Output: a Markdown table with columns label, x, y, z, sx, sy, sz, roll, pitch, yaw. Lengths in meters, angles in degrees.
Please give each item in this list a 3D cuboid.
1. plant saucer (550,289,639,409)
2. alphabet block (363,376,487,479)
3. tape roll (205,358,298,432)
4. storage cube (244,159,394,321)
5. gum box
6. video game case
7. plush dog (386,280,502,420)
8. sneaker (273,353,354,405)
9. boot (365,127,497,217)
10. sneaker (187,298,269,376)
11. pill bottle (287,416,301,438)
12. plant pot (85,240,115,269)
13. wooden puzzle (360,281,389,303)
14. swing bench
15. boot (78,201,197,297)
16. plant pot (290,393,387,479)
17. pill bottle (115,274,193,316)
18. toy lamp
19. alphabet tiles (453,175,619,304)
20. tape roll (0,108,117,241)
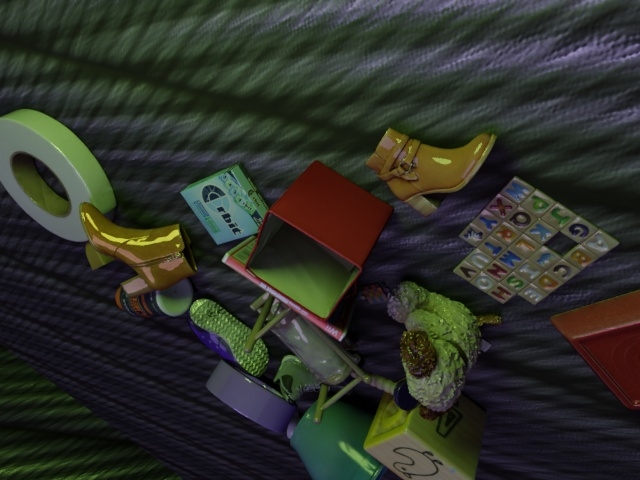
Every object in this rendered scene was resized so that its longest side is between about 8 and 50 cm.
| label | x | y | z | sx | sy | sz | roll | pitch | yaw |
| --- | --- | --- | --- | --- | --- | --- | --- | --- | --- |
| plant saucer | 0.594 | 0.200 | 0.789 | 0.258 | 0.048 | 0.259 | 46 | 134 | -11 |
| alphabet block | 0.256 | 0.463 | 1.100 | 0.197 | 0.193 | 0.192 | 37 | 134 | -2 |
| tape roll | -0.205 | 0.465 | 1.357 | 0.275 | 0.090 | 0.275 | 29 | 166 | 8 |
| storage cube | 0.000 | 0.000 | 0.868 | 0.215 | 0.193 | 0.184 | 32 | 135 | 3 |
| gum box | -0.212 | -0.078 | 1.035 | 0.184 | 0.041 | 0.157 | -14 | 117 | 36 |
| video game case | -0.055 | 0.089 | 0.976 | 0.285 | 0.204 | 0.025 | 34 | 107 | 2 |
| plush dog | 0.239 | 0.230 | 0.893 | 0.210 | 0.225 | 0.262 | -6 | 122 | 34 |
| sneaker | -0.029 | 0.421 | 1.273 | 0.228 | 0.132 | 0.086 | 15 | 132 | 20 |
| boot | 0.173 | -0.139 | 0.742 | 0.152 | 0.073 | 0.197 | 41 | 133 | 0 |
| sneaker | -0.285 | 0.299 | 1.358 | 0.293 | 0.102 | 0.146 | 46 | 141 | -5 |
| pill bottle | -0.020 | 0.634 | 1.470 | 0.169 | 0.094 | 0.094 | 6 | 128 | 26 |
| plant pot | -0.657 | 0.029 | 1.360 | 0.081 | 0.081 | 0.083 | -19 | 103 | 39 |
| wooden puzzle | 0.123 | 0.120 | 1.026 | 0.083 | 0.006 | 0.049 | -17 | 115 | 39 |
| swing bench | -0.035 | 0.238 | 1.079 | 0.165 | 0.255 | 0.253 | -40 | 104 | 6 |
| boot | -0.465 | -0.006 | 1.178 | 0.211 | 0.104 | 0.295 | -25 | 104 | 5 |
| plant pot | 0.062 | 0.588 | 1.282 | 0.255 | 0.271 | 0.272 | 32 | 137 | 23 |
| pill bottle | -0.505 | 0.163 | 1.342 | 0.245 | 0.130 | 0.130 | -8 | 121 | 35 |
| toy lamp | 0.121 | 0.341 | 1.109 | 0.274 | 0.080 | 0.080 | 3 | 131 | 59 |
| alphabet tiles | 0.354 | 0.020 | 0.808 | 0.198 | 0.009 | 0.237 | 33 | 135 | 2 |
| tape roll | -0.749 | -0.168 | 1.256 | 0.392 | 0.072 | 0.392 | 16 | 132 | 19 |
